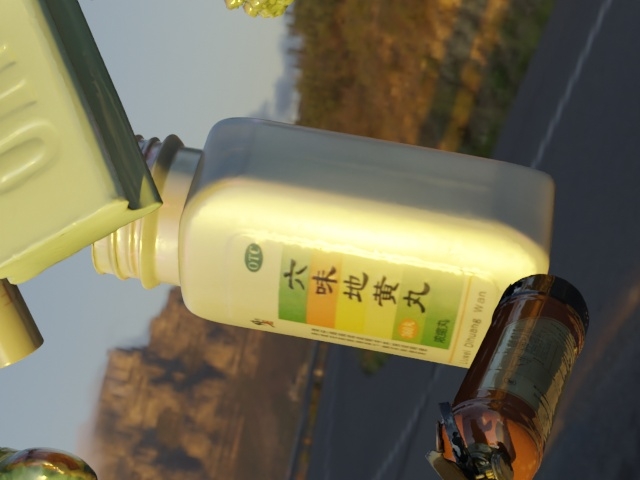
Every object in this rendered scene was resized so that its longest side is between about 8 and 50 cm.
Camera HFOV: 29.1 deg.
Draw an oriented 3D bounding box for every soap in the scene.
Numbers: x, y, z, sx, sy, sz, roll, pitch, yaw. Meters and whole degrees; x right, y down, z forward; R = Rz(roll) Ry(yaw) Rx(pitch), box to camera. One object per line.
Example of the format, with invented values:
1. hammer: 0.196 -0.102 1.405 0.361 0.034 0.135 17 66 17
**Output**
1. soap: -0.191 -0.085 0.761 0.198 0.119 0.066 66 -163 11

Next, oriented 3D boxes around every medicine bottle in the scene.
1. medicine bottle: 0.000 0.000 0.914 0.179 0.324 0.124 96 -172 -53

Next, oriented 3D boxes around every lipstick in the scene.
1. lipstick: -0.388 0.014 1.343 0.070 0.070 0.255 -74 -38 -73

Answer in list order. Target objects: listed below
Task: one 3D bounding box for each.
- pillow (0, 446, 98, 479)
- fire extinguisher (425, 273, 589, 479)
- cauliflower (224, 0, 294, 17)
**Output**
1. pillow: -0.309 0.198 1.048 0.214 0.233 0.086 -14 59 38
2. fire extinguisher: 0.087 0.071 0.577 0.062 0.050 0.177 64 -151 -13
3. cauliflower: -0.137 -0.338 1.301 0.256 0.315 0.239 -30 -75 -62
